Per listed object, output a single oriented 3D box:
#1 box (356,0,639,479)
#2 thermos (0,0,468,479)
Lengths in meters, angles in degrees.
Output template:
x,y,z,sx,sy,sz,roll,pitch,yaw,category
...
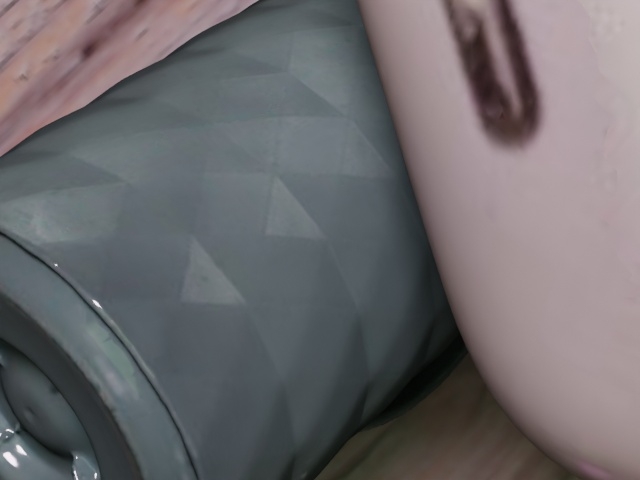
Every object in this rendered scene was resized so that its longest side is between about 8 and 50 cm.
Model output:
x,y,z,sx,sy,sz,roll,pitch,yaw,category
0.145,-0.085,0.485,0.141,0.349,0.289,-17,91,40,box
0.000,0.000,0.521,0.286,0.145,0.182,-37,130,-39,thermos
